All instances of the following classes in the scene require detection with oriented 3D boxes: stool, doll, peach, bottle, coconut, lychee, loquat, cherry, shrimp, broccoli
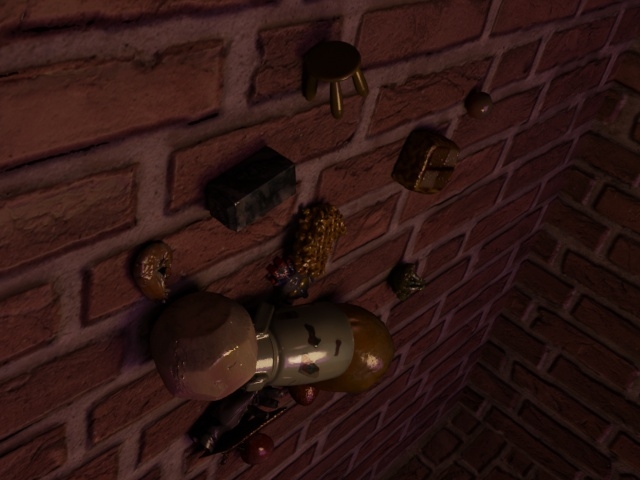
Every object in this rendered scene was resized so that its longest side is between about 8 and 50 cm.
[{"bbox_3d":[0.029,-0.332,1.435,0.135,0.134,0.110,-5,147,4],"label":"stool"},{"bbox_3d":[-0.075,0.105,1.822,0.104,0.062,0.194,-65,147,-19],"label":"doll"},{"bbox_3d":[0.475,-0.404,2.096,0.083,0.083,0.083,-38,149,-28],"label":"peach"},{"bbox_3d":[-0.114,0.268,1.767,0.352,0.229,0.229,-5,127,-37],"label":"bottle"},{"bbox_3d":[-0.251,0.238,1.524,0.227,0.227,0.230,-36,138,-31],"label":"coconut"},{"bbox_3d":[-0.050,0.460,2.237,0.114,0.140,0.101,10,125,-19],"label":"lychee"},{"bbox_3d":[0.066,0.327,2.061,0.276,0.284,0.276,-61,170,-17],"label":"loquat"},{"bbox_3d":[-0.233,0.661,2.187,0.225,0.090,0.107,-3,140,-45],"label":"cherry"},{"bbox_3d":[-0.329,0.070,1.413,0.099,0.041,0.180,-55,156,-31],"label":"shrimp"},{"bbox_3d":[0.297,0.142,2.392,0.130,0.120,0.131,78,22,-66],"label":"broccoli"}]

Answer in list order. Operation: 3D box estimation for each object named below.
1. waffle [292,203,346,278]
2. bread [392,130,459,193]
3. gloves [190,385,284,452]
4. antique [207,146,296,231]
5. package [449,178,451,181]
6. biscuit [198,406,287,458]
[{"bbox_3d":[0.000,0.000,1.777,0.197,0.070,0.193,6,103,-64],"label":"waffle"},{"bbox_3d":[0.308,-0.220,2.024,0.222,0.096,0.181,-2,121,-57],"label":"bread"},{"bbox_3d":[-0.232,0.470,1.935,0.285,0.119,0.142,-30,158,-15],"label":"gloves"},{"bbox_3d":[-0.144,-0.104,1.442,0.183,0.088,0.086,-38,147,-30],"label":"antique"},{"bbox_3d":[0.400,-0.213,2.241,0.077,0.033,0.110,-34,143,-16],"label":"package"},{"bbox_3d":[-0.228,0.554,2.015,0.237,0.013,0.232,-26,176,-41],"label":"biscuit"}]
